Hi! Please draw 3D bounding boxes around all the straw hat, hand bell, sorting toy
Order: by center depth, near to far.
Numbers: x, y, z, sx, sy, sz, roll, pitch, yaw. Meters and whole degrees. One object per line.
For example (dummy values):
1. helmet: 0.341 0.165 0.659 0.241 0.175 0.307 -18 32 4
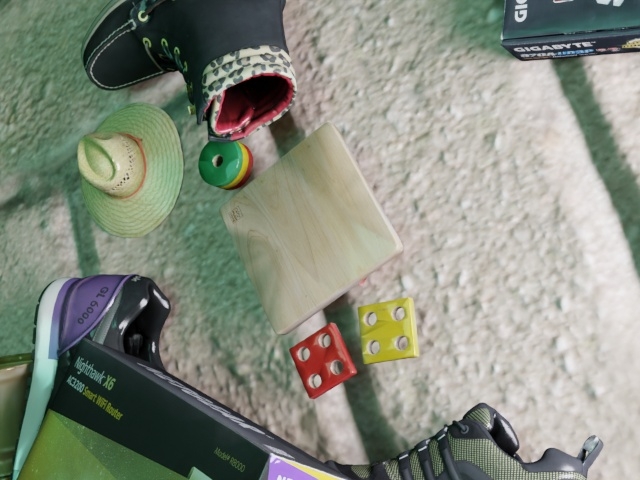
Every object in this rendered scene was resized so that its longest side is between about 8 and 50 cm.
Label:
1. sorting toy: 0.000 0.000 0.823 0.132 0.046 0.275 -37 63 20
2. hand bell: -0.301 0.238 0.937 0.126 0.126 0.242 -7 93 30
3. straw hat: -0.206 -0.076 0.954 0.144 0.061 0.145 -6 78 31

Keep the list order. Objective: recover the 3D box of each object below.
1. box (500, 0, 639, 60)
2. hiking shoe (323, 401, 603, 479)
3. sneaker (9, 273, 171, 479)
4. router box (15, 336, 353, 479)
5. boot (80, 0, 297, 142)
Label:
1. box: 0.233 -0.251 0.727 0.175 0.051 0.220 2 82 32
2. hiking shoe: 0.099 0.179 0.720 0.226 0.086 0.114 2 58 38
3. sneaker: -0.197 0.168 0.880 0.124 0.107 0.284 -5 78 24
4. router box: -0.135 0.226 0.699 0.308 0.081 0.243 13 78 54
5. boot: -0.124 -0.162 0.885 0.236 0.085 0.179 -25 53 21
